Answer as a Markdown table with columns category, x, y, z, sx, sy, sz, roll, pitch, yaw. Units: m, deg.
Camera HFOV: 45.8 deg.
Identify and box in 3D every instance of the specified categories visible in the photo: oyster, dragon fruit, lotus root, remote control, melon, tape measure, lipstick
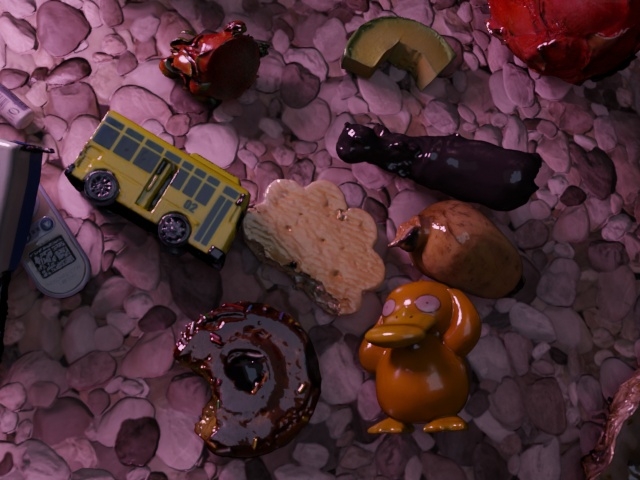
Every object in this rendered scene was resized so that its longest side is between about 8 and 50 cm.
| category | x | y | z | sx | sy | sz | roll | pitch | yaw |
| --- | --- | --- | --- | --- | --- | --- | --- | --- | --- |
| oyster | 0.584 | 0.307 | 1.329 | 0.204 | 0.111 | 0.396 | 46 | 68 | -20 |
| dragon fruit | -0.180 | -0.296 | 1.238 | 0.175 | 0.142 | 0.138 | 14 | 109 | 9 |
| lotus root | 0.237 | 0.014 | 1.267 | 0.257 | 0.154 | 0.140 | 27 | 94 | -26 |
| remote control | -0.431 | -0.020 | 1.140 | 0.087 | 0.047 | 0.244 | -32 | 86 | -18 |
| melon | 0.140 | -0.337 | 1.367 | 0.209 | 0.064 | 0.118 | 15 | 73 | -14 |
| dragon fruit | 0.454 | -0.431 | 1.364 | 0.301 | 0.295 | 0.295 | 27 | 71 | 8 |
| tape measure | -0.513 | 0.012 | 1.072 | 0.215 | 0.098 | 0.351 | 14 | 94 | 7 |
| lipstick | -0.507 | -0.230 | 1.172 | 0.141 | 0.040 | 0.040 | 40 | 70 | -3 |

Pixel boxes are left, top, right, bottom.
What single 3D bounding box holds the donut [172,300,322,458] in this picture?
| category | x | y | z | sx | sy | sz | roll | pitch | yaw |
| --- | --- | --- | --- | --- | --- | --- | --- | --- | --- |
| donut | -0.112 | 0.205 | 1.150 | 0.216 | 0.096 | 0.230 | -30 | 86 | -22 |

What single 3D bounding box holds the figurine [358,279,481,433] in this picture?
| category | x | y | z | sx | sy | sz | roll | pitch | yaw |
| --- | --- | --- | --- | --- | --- | --- | --- | --- | --- |
| figurine | 0.157 | 0.187 | 1.200 | 0.215 | 0.215 | 0.228 | -17 | 99 | -19 |

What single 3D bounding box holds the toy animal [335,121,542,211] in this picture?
| category | x | y | z | sx | sy | sz | roll | pitch | yaw |
| --- | --- | --- | --- | --- | --- | --- | --- | --- | --- |
| toy animal | 0.200 | -0.132 | 1.281 | 0.343 | 0.168 | 0.106 | 13 | 107 | 5 |

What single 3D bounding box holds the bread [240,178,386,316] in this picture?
| category | x | y | z | sx | sy | sz | roll | pitch | yaw |
| --- | --- | --- | --- | --- | --- | --- | --- | --- | --- |
| bread | 0.000 | 0.000 | 1.259 | 0.251 | 0.039 | 0.182 | 39 | 69 | -3 |

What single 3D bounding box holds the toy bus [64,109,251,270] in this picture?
| category | x | y | z | sx | sy | sz | roll | pitch | yaw |
| --- | --- | --- | --- | --- | --- | --- | --- | --- | --- |
| toy bus | -0.235 | -0.072 | 1.153 | 0.262 | 0.128 | 0.150 | 30 | 78 | -4 |
